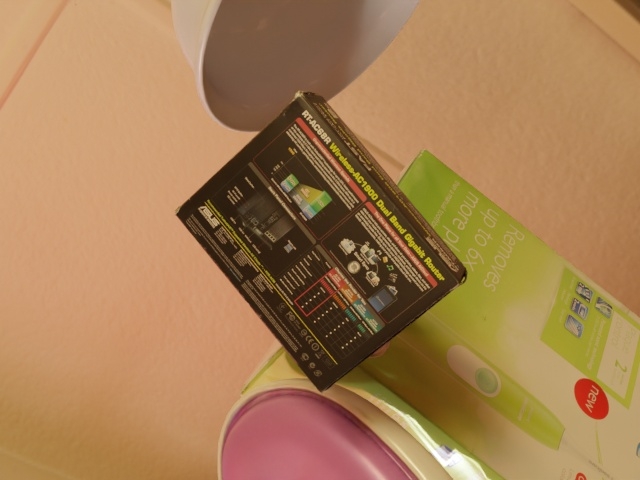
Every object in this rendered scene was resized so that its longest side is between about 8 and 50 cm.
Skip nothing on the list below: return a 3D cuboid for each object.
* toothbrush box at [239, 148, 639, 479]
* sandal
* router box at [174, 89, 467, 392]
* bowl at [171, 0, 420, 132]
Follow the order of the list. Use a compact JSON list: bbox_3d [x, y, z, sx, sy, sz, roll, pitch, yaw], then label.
[{"bbox_3d":[0.120,0.103,0.598,0.283,0.122,0.206,39,-132,-3],"label":"toothbrush box"},{"bbox_3d":[0.036,0.248,0.393,0.169,0.416,0.102,-42,-31,25],"label":"sandal"},{"bbox_3d":[0.000,0.000,0.413,0.092,0.038,0.122,-40,-93,18],"label":"router box"},{"bbox_3d":[-0.031,-0.254,0.754,0.298,0.298,0.134,-42,-109,-2],"label":"bowl"}]
